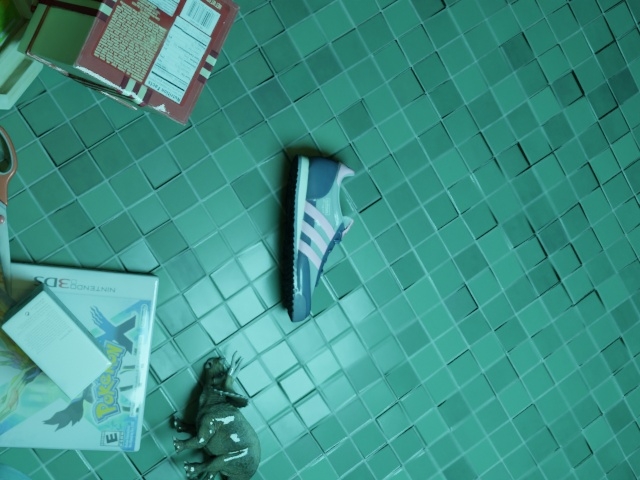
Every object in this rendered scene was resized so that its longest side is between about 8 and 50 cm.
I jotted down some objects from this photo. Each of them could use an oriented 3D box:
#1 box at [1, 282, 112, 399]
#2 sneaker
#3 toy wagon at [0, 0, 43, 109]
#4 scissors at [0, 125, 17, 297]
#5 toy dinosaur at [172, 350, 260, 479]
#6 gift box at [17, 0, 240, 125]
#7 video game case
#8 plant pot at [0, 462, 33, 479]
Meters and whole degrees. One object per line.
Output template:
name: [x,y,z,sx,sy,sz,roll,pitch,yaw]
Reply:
box: [-0.449,0.169,1.521,0.091,0.130,0.170,-42,104,-11]
sneaker: [0.000,0.000,1.692,0.131,0.112,0.319,4,95,-15]
toy wagon: [-0.540,-0.373,1.400,0.068,0.344,0.267,11,54,20]
scissors: [-0.548,-0.056,1.546,0.109,0.021,0.297,-22,92,-17]
toy dinosaur: [-0.179,0.382,1.666,0.160,0.121,0.313,-18,96,-1]
gift box: [-0.305,-0.362,1.468,0.255,0.258,0.276,32,83,-42]
video game case: [-0.459,0.212,1.607,0.300,0.036,0.329,6,93,-17]
plant pot: [-0.574,0.486,1.496,0.290,0.290,0.195,30,49,-17]
